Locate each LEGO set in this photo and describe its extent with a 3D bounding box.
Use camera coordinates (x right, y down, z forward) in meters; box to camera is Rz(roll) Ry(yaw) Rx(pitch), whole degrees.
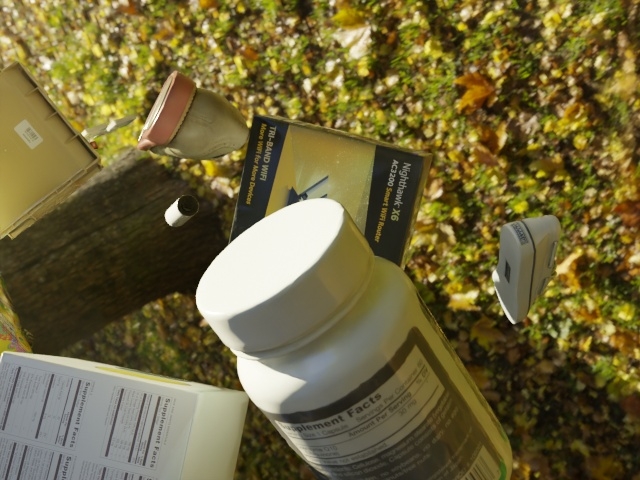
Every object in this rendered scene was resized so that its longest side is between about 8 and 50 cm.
[{"bbox_3d":[-0.524,-0.210,1.608,0.244,0.182,0.060,-10,104,58],"label":"LEGO set"}]

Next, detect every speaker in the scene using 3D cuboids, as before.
[{"bbox_3d":[-0.343,-0.072,1.769,0.055,0.055,0.136,57,155,-4],"label":"speaker"}]

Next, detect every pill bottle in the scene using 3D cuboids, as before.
[{"bbox_3d":[0.042,0.146,0.759,0.204,0.204,0.361,-4,128,48],"label":"pill bottle"}]

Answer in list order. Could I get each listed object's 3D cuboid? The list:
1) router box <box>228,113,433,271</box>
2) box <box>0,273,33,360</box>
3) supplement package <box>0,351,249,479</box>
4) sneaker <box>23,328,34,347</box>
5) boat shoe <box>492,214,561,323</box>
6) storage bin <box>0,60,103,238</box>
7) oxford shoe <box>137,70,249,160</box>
[{"bbox_3d":[0.000,0.000,1.004,0.242,0.081,0.309,15,103,14],"label":"router box"},{"bbox_3d":[-0.676,0.140,1.176,0.279,0.290,0.177,51,164,36],"label":"box"},{"bbox_3d":[-0.258,0.265,0.910,0.262,0.198,0.199,9,170,14],"label":"supplement package"},{"bbox_3d":[-0.702,0.287,1.514,0.146,0.134,0.343,-63,23,19],"label":"sneaker"},{"bbox_3d":[0.331,0.050,1.128,0.258,0.084,0.095,76,175,-61],"label":"boat shoe"},{"bbox_3d":[-0.624,-0.181,1.454,0.262,0.260,0.123,52,176,-8],"label":"storage bin"},{"bbox_3d":[-0.184,-0.160,1.038,0.130,0.123,0.348,24,-175,-17],"label":"oxford shoe"}]
